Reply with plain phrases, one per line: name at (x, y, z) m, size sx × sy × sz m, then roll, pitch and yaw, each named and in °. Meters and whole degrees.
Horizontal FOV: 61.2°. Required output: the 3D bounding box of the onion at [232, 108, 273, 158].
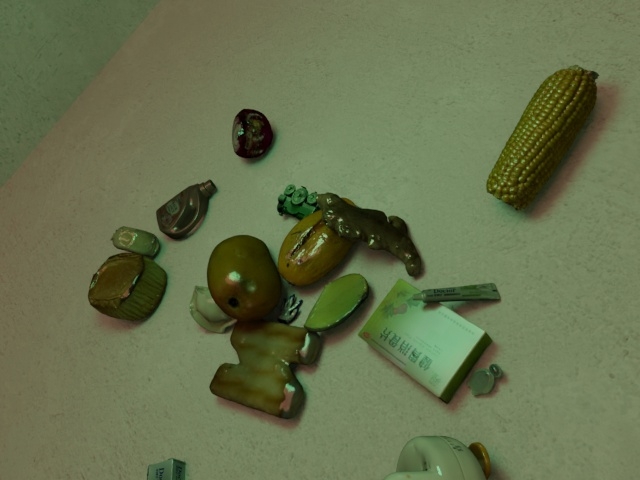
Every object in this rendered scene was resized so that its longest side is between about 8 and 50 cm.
onion at (-0.243, -0.361, 1.895) m, size 0.198 × 0.135 × 0.173 m, roll 152°, pitch 122°, yaw -69°

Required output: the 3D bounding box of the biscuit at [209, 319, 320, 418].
biscuit at (-0.147, 0.329, 1.432) m, size 0.290 × 0.062 × 0.237 m, roll 4°, pitch 64°, yaw 34°

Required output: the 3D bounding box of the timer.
timer at (0.196, 0.476, 0.987) m, size 0.239 × 0.234 × 0.234 m, roll 5°, pitch 55°, yaw -14°

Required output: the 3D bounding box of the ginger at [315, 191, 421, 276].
ginger at (0.126, -0.038, 1.407) m, size 0.332 × 0.080 × 0.166 m, roll 23°, pitch 47°, yaw 10°

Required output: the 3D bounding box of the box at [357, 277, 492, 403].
box at (0.233, 0.222, 1.245) m, size 0.260 × 0.062 × 0.175 m, roll 32°, pitch 82°, yaw 41°

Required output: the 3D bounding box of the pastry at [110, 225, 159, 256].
pastry at (-0.652, 0.002, 1.912) m, size 0.165 × 0.165 × 0.088 m, roll 12°, pitch 83°, yaw 38°

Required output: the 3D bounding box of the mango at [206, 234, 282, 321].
mango at (-0.214, 0.092, 1.529) m, size 0.317 × 0.211 × 0.173 m, roll -103°, pitch 35°, yaw -55°

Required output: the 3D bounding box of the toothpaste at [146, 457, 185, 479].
toothpaste at (-0.386, 0.717, 1.350) m, size 0.089 × 0.071 × 0.313 m, roll -22°, pitch 52°, yaw 16°

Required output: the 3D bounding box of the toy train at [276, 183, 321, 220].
toy train at (-0.059, -0.104, 1.638) m, size 0.178 × 0.071 × 0.105 m, roll 24°, pitch 81°, yaw 41°

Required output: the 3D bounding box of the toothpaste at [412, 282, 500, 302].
toothpaste at (0.307, 0.122, 1.230) m, size 0.197 × 0.029 × 0.048 m, roll -4°, pitch 49°, yaw -2°

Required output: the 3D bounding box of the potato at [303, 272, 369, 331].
potato at (0.045, 0.170, 1.395) m, size 0.119 × 0.054 × 0.198 m, roll 29°, pitch 69°, yaw 40°

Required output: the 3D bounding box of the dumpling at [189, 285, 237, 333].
dumpling at (-0.306, 0.211, 1.591) m, size 0.100 × 0.169 × 0.134 m, roll -110°, pitch 31°, yaw -79°

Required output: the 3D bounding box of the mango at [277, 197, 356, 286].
mango at (-0.004, -0.002, 1.501) m, size 0.177 × 0.120 × 0.295 m, roll 35°, pitch 85°, yaw 40°

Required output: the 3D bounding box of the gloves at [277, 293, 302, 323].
gloves at (-0.084, 0.191, 1.501) m, size 0.064 × 0.026 × 0.086 m, roll 1°, pitch 59°, yaw 32°

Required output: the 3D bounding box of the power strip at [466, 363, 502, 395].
power strip at (0.351, 0.294, 1.149) m, size 0.083 × 0.035 × 0.055 m, roll -45°, pitch 46°, yaw 20°

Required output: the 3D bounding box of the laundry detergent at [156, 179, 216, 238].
laundry detergent at (-0.462, -0.106, 1.905) m, size 0.237 × 0.076 × 0.171 m, roll -33°, pitch 50°, yaw 10°

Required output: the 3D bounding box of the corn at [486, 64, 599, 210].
corn at (0.526, -0.245, 1.292) m, size 0.143 × 0.144 × 0.387 m, roll 30°, pitch 84°, yaw 42°

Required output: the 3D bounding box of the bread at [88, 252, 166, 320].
bread at (-0.651, 0.154, 1.826) m, size 0.253 × 0.142 × 0.228 m, roll 2°, pitch 65°, yaw 38°
